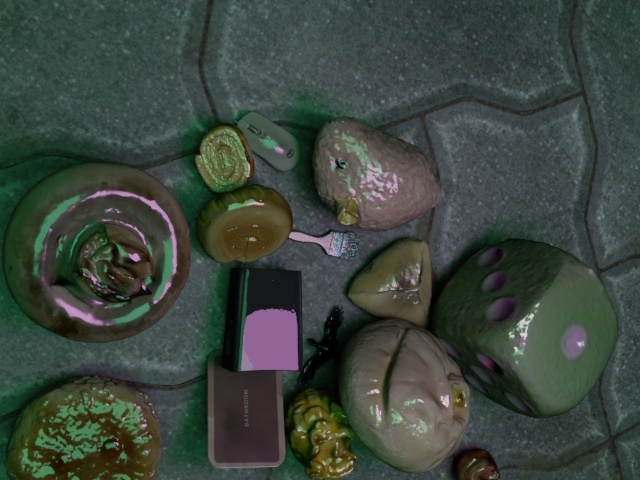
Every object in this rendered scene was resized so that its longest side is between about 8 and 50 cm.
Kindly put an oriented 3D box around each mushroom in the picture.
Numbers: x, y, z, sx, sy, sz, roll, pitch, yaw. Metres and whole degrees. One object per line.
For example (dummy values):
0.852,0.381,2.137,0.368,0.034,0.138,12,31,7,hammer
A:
-0.415,0.029,1.342,0.362,0.295,0.362,-8,106,-29,mushroom
0.411,0.600,1.824,0.109,0.085,0.126,-20,117,16,mushroom

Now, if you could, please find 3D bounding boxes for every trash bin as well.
-0.126,0.177,1.560,0.165,0.115,0.225,4,87,-21,trash bin

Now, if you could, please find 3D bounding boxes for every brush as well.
0.000,0.000,1.647,0.196,0.021,0.070,11,90,-20,brush

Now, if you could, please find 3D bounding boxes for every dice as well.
0.482,0.204,1.675,0.322,0.330,0.318,-45,115,-15,dice

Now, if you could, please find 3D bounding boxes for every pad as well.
-0.167,0.373,1.557,0.176,0.002,0.266,6,61,-20,pad

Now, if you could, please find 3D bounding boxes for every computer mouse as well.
-0.117,-0.225,1.565,0.182,0.056,0.089,32,79,-19,computer mouse

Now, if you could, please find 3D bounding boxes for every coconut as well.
-0.189,0.407,1.586,0.081,0.083,0.082,28,107,13,coconut

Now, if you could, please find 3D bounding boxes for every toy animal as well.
0.020,0.263,1.667,0.108,0.062,0.220,24,88,-2,toy animal
0.126,-0.133,1.593,0.359,0.188,0.226,20,99,-22,toy animal

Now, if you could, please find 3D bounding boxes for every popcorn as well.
0.011,0.449,1.603,0.169,0.189,0.218,-31,103,-12,popcorn

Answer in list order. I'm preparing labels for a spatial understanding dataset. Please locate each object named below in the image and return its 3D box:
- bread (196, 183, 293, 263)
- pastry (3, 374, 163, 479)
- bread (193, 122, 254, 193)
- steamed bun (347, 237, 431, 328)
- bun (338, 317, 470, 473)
-0.167,-0.042,1.517,0.213,0.104,0.213,-13,138,-12,bread
-0.480,0.427,1.449,0.330,0.136,0.329,-2,95,-19,pastry
-0.210,-0.175,1.511,0.122,0.073,0.149,-19,106,3,bread
0.200,0.095,1.685,0.231,0.110,0.212,18,89,-23,steamed bun
0.210,0.342,1.583,0.365,0.219,0.365,36,40,-38,bun
